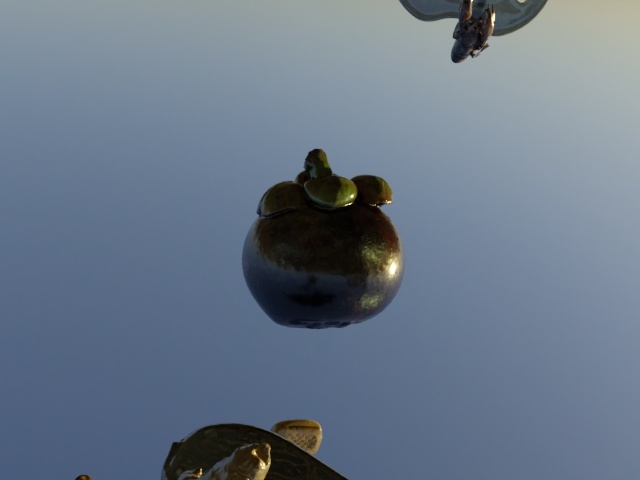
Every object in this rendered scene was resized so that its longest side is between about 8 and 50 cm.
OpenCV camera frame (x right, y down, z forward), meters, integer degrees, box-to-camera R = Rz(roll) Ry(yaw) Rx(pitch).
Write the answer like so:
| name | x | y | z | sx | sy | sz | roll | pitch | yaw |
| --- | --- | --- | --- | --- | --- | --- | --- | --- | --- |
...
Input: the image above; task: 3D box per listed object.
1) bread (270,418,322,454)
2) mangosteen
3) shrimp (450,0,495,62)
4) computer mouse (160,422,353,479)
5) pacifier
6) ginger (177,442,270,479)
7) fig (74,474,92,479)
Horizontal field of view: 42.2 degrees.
| name | x | y | z | sx | sy | sz | roll | pitch | yaw |
| --- | --- | --- | --- | --- | --- | --- | --- | --- | --- |
| bread | -0.055 | 0.408 | 1.735 | 0.115 | 0.082 | 0.056 | 1 | -162 | -21 |
| mangosteen | 0.001 | 0.015 | 1.470 | 0.300 | 0.300 | 0.300 | 7 | -160 | -3 |
| shrimp | 0.151 | -0.206 | 0.818 | 0.038 | 0.092 | 0.029 | 27 | -113 | 15 |
| computer mouse | -0.068 | 0.401 | 1.240 | 0.374 | 0.114 | 0.203 | 20 | -127 | 27 |
| pacifier | 0.252 | -0.428 | 1.268 | 0.279 | 0.227 | 0.207 | 8 | -155 | -11 |
| ginger | -0.127 | 0.294 | 1.018 | 0.173 | 0.051 | 0.069 | -24 | -154 | 37 |
| fig | -0.202 | 0.352 | 0.848 | 0.186 | 0.142 | 0.148 | 31 | 158 | 2 |
